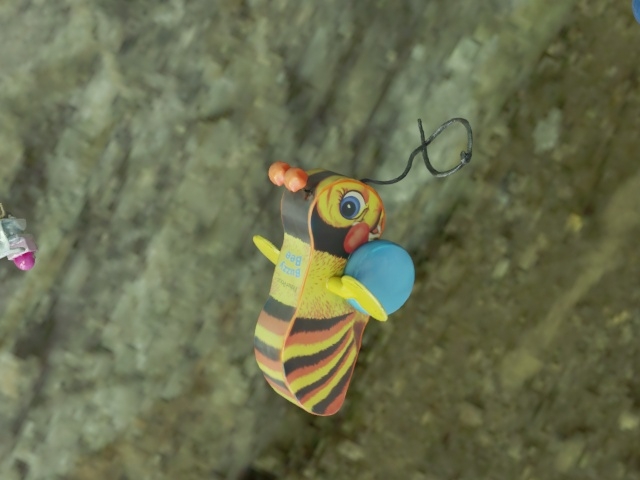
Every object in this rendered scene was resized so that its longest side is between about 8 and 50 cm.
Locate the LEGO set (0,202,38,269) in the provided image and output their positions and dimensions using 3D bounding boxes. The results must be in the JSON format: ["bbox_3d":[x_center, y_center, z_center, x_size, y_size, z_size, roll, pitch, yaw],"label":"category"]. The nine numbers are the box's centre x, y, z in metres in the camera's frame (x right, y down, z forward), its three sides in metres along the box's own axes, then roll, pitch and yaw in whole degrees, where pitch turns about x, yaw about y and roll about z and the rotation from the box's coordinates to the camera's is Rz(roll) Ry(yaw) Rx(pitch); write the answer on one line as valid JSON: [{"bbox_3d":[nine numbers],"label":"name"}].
[{"bbox_3d":[-0.410,0.066,1.402,0.287,0.107,0.132,-26,-15,20],"label":"LEGO set"}]

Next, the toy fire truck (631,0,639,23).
[{"bbox_3d":[0.400,-0.174,1.196,0.302,0.253,0.169,-27,39,57],"label":"toy fire truck"}]

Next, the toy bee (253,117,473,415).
[{"bbox_3d":[0.000,0.000,1.336,0.195,0.162,0.298,-10,60,49],"label":"toy bee"}]
